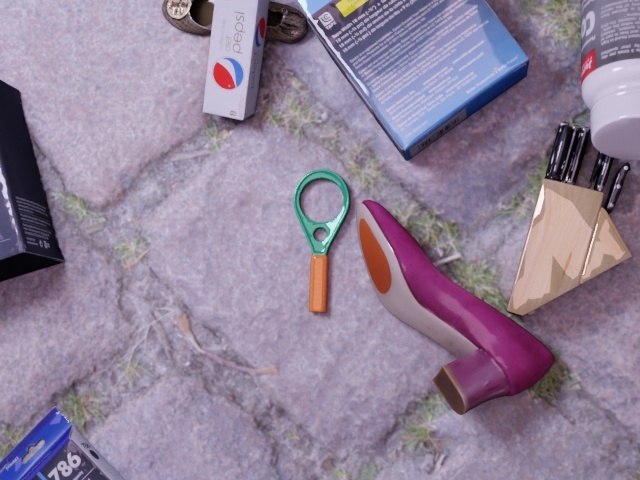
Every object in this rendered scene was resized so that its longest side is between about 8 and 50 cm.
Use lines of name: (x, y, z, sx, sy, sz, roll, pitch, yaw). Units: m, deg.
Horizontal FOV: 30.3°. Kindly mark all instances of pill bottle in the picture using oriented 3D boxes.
pill bottle: (0.468, -0.275, 1.755, 0.161, 0.161, 0.283, 2, 67, 8)

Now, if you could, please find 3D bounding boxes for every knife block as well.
knife block: (0.360, -0.043, 1.825, 0.276, 0.088, 0.242, -30, 81, 5)

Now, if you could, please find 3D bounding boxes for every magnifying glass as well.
magnifying glass: (0.000, 0.000, 1.908, 0.092, 0.026, 0.230, 2, 83, 8)

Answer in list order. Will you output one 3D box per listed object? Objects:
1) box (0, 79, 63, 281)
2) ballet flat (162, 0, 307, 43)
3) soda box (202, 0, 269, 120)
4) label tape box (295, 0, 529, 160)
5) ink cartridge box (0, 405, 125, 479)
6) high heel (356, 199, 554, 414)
box: (-0.641, -0.070, 1.928, 0.343, 0.179, 0.312, -18, 82, 6)
ballet flat: (-0.143, -0.371, 1.941, 0.250, 0.058, 0.084, 13, 87, 9)
soda box: (-0.134, -0.307, 1.893, 0.074, 0.069, 0.216, 12, 108, 11)
label tape box: (0.136, -0.333, 1.873, 0.241, 0.106, 0.333, -35, 80, 3)
ink cartridge box: (-0.383, 0.440, 1.905, 0.333, 0.065, 0.165, 43, 93, 10)
high heel: (0.202, 0.080, 1.850, 0.181, 0.127, 0.377, -23, 77, -23)
